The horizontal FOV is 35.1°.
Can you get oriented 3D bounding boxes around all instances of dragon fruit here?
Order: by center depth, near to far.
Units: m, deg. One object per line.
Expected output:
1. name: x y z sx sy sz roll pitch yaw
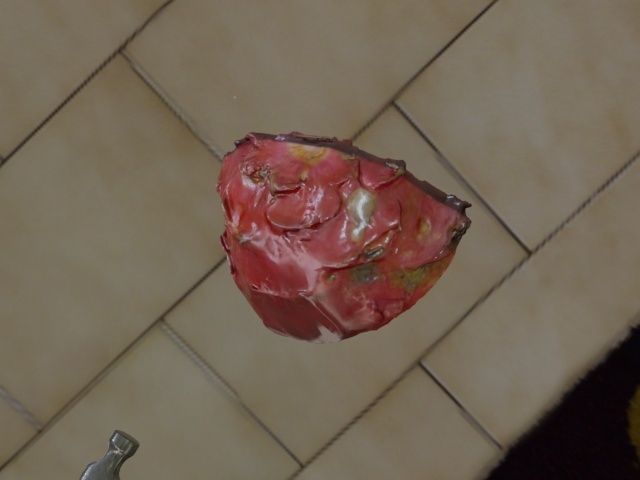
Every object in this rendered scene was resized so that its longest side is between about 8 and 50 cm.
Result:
1. dragon fruit: 0.000 0.000 0.924 0.262 0.163 0.189 -1 86 34

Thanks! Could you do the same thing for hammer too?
1. hammer: -0.122 0.302 0.939 0.288 0.033 0.111 33 86 25
